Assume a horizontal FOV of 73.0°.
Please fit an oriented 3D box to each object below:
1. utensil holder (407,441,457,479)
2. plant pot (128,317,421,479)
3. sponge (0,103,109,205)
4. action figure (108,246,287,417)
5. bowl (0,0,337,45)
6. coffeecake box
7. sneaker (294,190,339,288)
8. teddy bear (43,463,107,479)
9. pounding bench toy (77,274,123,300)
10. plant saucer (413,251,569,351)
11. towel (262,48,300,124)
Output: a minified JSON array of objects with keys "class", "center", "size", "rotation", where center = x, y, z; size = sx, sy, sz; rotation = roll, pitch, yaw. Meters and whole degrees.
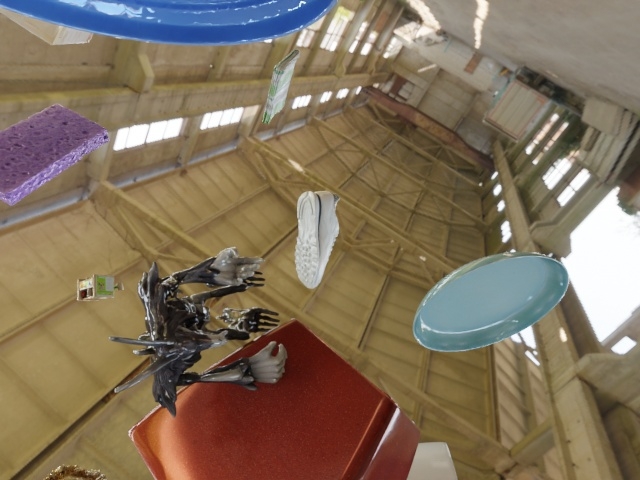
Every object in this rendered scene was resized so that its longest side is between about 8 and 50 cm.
[{"class":"utensil holder","center":[0.063,0.541,0.775],"size":[0.386,0.327,0.327],"rotation":[-10,-150,7]},{"class":"plant pot","center":[-0.022,0.267,0.562],"size":[0.267,0.235,0.267],"rotation":[33,165,37]},{"class":"sponge","center":[-0.476,-0.152,0.722],"size":[0.117,0.031,0.210],"rotation":[27,-131,6]},{"class":"action figure","center":[-0.117,0.089,0.507],"size":[0.141,0.164,0.276],"rotation":[-10,-175,8]},{"class":"bowl","center":[-0.171,-0.276,0.393],"size":[0.391,0.077,0.391],"rotation":[2,-173,0]},{"class":"coffeecake box","center":[-0.426,-0.368,0.646],"size":[0.142,0.068,0.185],"rotation":[32,-165,-24]},{"class":"sneaker","center":[0.000,0.000,1.028],"size":[0.095,0.235,0.090],"rotation":[-4,-165,-42]},{"class":"teddy bear","center":[-0.356,0.426,0.488],"size":[0.113,0.337,0.245],"rotation":[6,-168,36]},{"class":"pounding bench toy","center":[-0.521,0.115,1.026],"size":[0.083,0.065,0.052],"rotation":[18,-119,-63]},{"class":"plant saucer","center":[0.334,0.125,0.876],"size":[0.318,0.317,0.043],"rotation":[15,-141,-28]},{"class":"towel","center":[-0.089,-0.354,1.004],"size":[0.023,0.152,0.113],"rotation":[28,-131,2]}]
